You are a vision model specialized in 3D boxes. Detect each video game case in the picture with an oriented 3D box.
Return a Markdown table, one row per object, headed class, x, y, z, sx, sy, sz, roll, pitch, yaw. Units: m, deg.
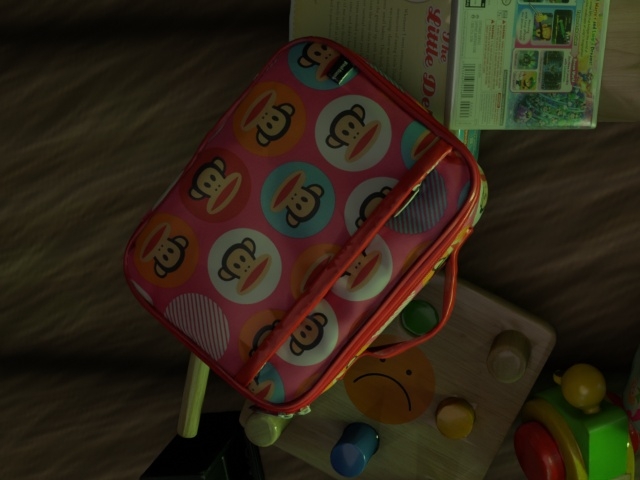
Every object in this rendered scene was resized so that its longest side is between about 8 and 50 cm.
| class | x | y | z | sx | sy | sz | roll | pitch | yaw |
| --- | --- | --- | --- | --- | --- | --- | --- | --- | --- |
| video game case | 0.181 | -0.175 | 0.869 | 0.143 | 0.019 | 0.157 | -2 | 105 | -14 |

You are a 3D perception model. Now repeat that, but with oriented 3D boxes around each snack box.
| class | x | y | z | sx | sy | sz | roll | pitch | yaw |
| --- | --- | --- | --- | --- | --- | --- | --- | --- | --- |
| snack box | 0.065 | -0.226 | 0.924 | 0.187 | 0.060 | 0.322 | 12 | 108 | 28 |

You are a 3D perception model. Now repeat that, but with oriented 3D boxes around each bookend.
| class | x | y | z | sx | sy | sz | roll | pitch | yaw |
| --- | --- | --- | --- | --- | --- | --- | --- | --- | --- |
| bookend | -0.117 | 0.287 | 1.074 | 0.072 | 0.157 | 0.156 | -7 | 102 | 16 |

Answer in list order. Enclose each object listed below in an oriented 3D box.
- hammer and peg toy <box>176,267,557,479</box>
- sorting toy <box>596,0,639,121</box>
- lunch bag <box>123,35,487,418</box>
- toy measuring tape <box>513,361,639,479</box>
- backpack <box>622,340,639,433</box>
| class | x | y | z | sx | sy | sz | roll | pitch | yaw |
| --- | --- | --- | --- | --- | --- | --- | --- | --- | --- |
| hammer and peg toy | 0.021 | 0.120 | 1.014 | 0.361 | 0.127 | 0.266 | 26 | 109 | 10 |
| sorting toy | 0.262 | -0.177 | 0.914 | 0.274 | 0.046 | 0.132 | 2 | 105 | 18 |
| lunch bag | 0.000 | 0.000 | 0.873 | 0.258 | 0.120 | 0.293 | 41 | 98 | 10 |
| toy measuring tape | 0.259 | 0.247 | 1.015 | 0.121 | 0.121 | 0.330 | 0 | 124 | 14 |
| backpack | 0.401 | 0.127 | 0.868 | 0.253 | 0.225 | 0.191 | 9 | 104 | 8 |
